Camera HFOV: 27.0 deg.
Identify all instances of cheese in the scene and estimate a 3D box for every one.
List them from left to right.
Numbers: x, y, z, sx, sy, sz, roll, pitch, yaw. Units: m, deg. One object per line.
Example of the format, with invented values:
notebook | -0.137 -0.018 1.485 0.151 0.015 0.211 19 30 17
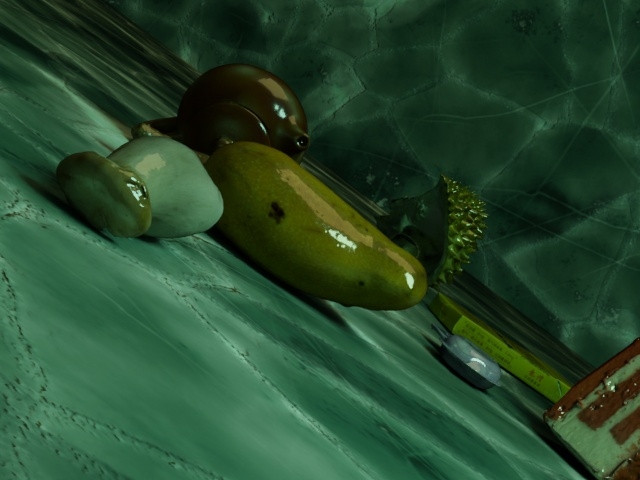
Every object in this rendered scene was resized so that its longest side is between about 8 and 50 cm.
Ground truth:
cheese | 0.200 0.159 1.829 0.105 0.042 0.191 36 3 -9

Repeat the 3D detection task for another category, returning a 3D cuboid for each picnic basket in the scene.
picnic basket | 0.128 0.028 2.258 0.072 0.083 0.072 36 6 -4

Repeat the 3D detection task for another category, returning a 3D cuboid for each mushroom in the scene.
mushroom | -0.155 -0.045 1.203 0.097 0.088 0.212 68 15 3

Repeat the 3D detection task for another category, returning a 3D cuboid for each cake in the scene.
cake | 0.454 0.236 1.760 0.159 0.262 0.158 56 -3 -37

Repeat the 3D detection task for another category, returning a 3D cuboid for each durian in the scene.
durian | 0.181 -0.007 2.325 0.166 0.172 0.306 35 -17 -18

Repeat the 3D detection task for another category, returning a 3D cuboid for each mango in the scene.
mango | -0.015 -0.002 1.524 0.295 0.120 0.177 38 -2 9

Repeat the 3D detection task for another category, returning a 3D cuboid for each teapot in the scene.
teapot | -0.129 -0.137 1.736 0.252 0.178 0.135 1 19 15

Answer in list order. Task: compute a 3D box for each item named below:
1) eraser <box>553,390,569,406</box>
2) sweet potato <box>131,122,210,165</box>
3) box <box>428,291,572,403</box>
eraser | 0.425 0.287 2.098 0.097 0.045 0.122 39 5 26
sweet potato | -0.145 -0.073 1.644 0.078 0.058 0.255 18 -9 31
box | 0.316 0.192 2.267 0.279 0.041 0.153 34 5 -15
